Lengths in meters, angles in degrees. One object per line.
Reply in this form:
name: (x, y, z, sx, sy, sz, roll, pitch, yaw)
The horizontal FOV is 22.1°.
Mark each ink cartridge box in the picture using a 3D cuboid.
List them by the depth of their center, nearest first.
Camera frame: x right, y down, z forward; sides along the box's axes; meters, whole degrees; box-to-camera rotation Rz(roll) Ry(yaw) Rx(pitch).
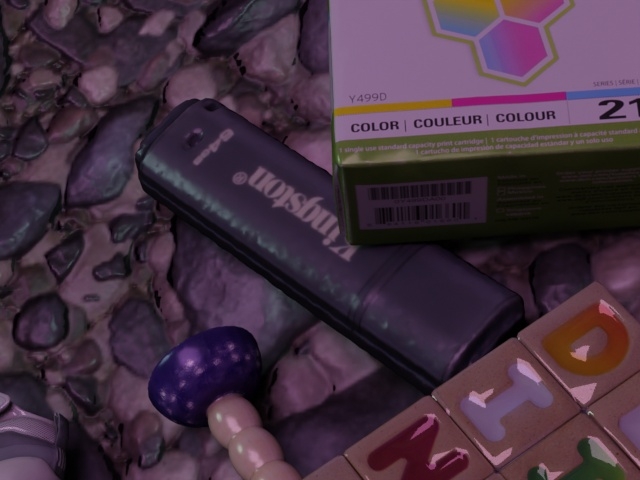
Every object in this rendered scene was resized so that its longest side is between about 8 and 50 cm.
ink cartridge box: (0.097, -0.135, 0.937, 0.188, 0.097, 0.255, -4, 63, 3)

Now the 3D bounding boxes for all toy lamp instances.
toy lamp: (0.001, 0.165, 0.867, 0.080, 0.080, 0.275, -36, 56, 2)

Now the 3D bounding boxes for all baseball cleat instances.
baseball cleat: (-0.242, 0.148, 0.986, 0.205, 0.072, 0.109, -10, 47, 15)

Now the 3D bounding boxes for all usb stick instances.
usb stick: (0.000, 0.000, 0.964, 0.278, 0.045, 0.077, 34, 80, 31)

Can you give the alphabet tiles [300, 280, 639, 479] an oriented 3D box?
alphabet tiles: (0.139, 0.173, 0.789, 0.342, 0.011, 0.285, -32, 58, -15)
